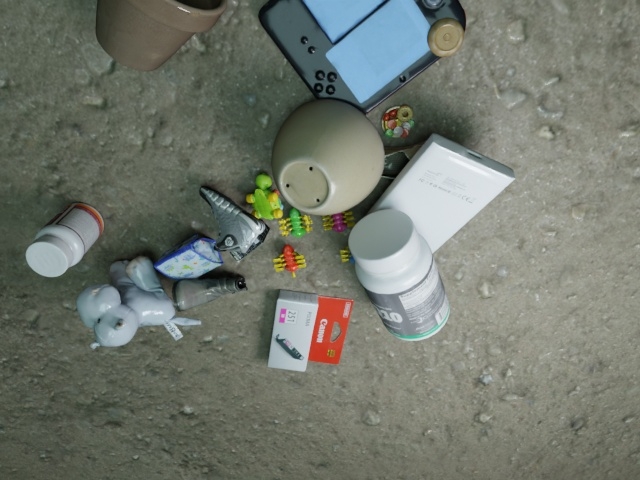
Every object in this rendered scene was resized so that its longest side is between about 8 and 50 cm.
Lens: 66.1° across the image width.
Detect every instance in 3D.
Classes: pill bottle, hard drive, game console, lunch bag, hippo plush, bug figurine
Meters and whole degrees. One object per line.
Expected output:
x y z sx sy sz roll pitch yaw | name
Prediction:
0.214 0.098 1.327 0.204 0.204 0.361 -21 132 10 | pill bottle
0.287 -0.101 1.273 0.232 0.047 0.353 20 139 -16 | hard drive
0.102 -0.502 1.133 0.386 0.060 0.342 -35 114 16 | game console
-0.669 -0.004 1.295 0.121 0.221 0.121 0 118 0 | pill bottle
-0.368 0.049 1.366 0.128 0.151 0.096 -28 77 14 | lunch bag
-0.549 0.210 1.363 0.234 0.236 0.294 -35 91 33 | hippo plush
0.000 0.000 1.392 0.278 0.072 0.217 -7 120 1 | bug figurine

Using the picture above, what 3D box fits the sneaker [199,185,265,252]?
-0.262 -0.044 1.290 0.228 0.086 0.132 34 96 27 | sneaker

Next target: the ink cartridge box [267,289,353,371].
-0.034 0.297 1.559 0.238 0.060 0.275 8 118 -4 | ink cartridge box

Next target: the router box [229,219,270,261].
-0.194 -0.001 1.360 0.092 0.122 0.038 -37 104 16 | router box

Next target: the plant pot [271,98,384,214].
-0.005 -0.171 1.185 0.283 0.191 0.284 11 126 16 | plant pot

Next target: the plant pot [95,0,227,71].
-0.366 -0.492 1.043 0.263 0.263 0.229 36 129 -18 | plant pot

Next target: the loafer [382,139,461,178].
0.244 -0.199 1.277 0.268 0.092 0.102 -7 119 4 | loafer

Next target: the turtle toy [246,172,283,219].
-0.146 -0.116 1.330 0.095 0.066 0.130 0 119 26 | turtle toy

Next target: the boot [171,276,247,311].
-0.303 0.134 1.381 0.161 0.246 0.084 -12 90 8 | boot

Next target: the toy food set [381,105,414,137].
0.199 -0.302 1.262 0.083 0.020 0.083 -9 118 4 | toy food set

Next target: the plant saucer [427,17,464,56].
0.286 -0.461 1.118 0.083 0.015 0.084 0 116 0 | plant saucer
